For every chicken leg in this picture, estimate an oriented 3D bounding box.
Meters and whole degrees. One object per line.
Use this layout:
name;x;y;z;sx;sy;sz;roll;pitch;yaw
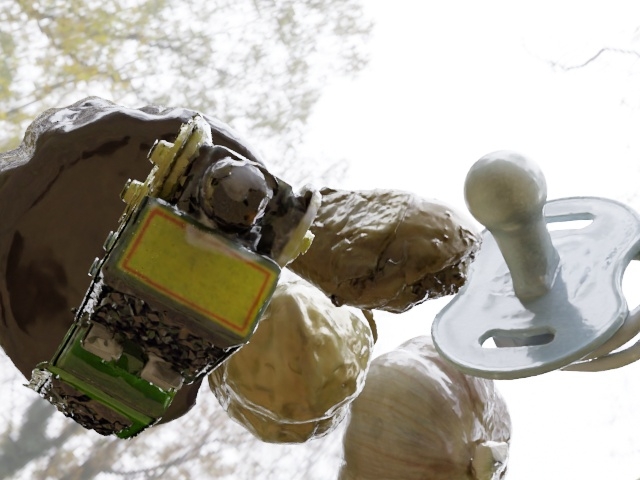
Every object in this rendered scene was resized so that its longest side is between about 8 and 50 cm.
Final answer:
chicken leg;-0.001;-0.001;0.723;0.198;0.069;0.084;10;-109;17

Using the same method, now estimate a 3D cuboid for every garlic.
garlic;0.153;0.286;1.661;0.241;0.322;0.321;21;-61;16

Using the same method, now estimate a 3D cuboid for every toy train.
toy train;-0.059;0.023;0.415;0.060;0.081;0.202;30;-23;-8

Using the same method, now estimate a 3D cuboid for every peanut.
peanut;-0.029;0.113;1.080;0.152;0.152;0.313;46;-17;3

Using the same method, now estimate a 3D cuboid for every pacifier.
pacifier;0.227;0.005;1.207;0.244;0.299;0.233;-11;-57;33

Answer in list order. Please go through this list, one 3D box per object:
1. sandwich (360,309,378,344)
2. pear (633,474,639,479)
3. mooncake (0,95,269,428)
sandwich;0.004;0.129;1.495;0.244;0.088;0.090;-60;-145;7
pear;0.464;0.404;1.251;0.391;0.391;0.391;11;-65;23
mooncake;-0.239;0.006;1.397;0.350;0.381;0.212;47;-10;-24
